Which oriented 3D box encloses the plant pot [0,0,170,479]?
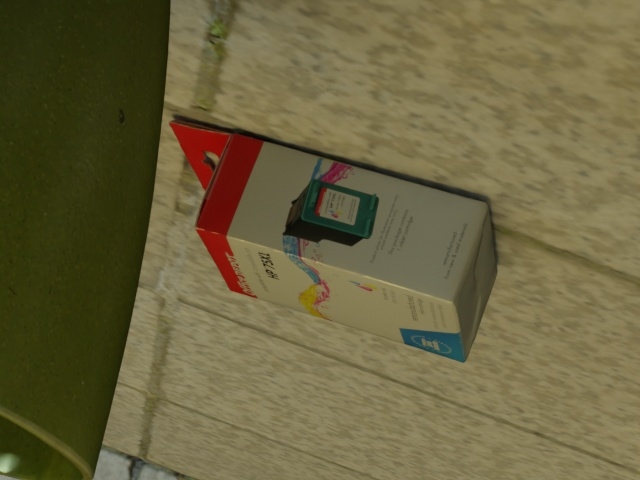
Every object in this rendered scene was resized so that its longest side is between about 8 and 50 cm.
[{"bbox_3d":[-0.189,-0.065,0.865,0.275,0.293,0.275,18,163,6],"label":"plant pot"}]

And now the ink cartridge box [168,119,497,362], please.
[{"bbox_3d":[0.000,0.000,1.210,0.231,0.078,0.134,16,162,15],"label":"ink cartridge box"}]
